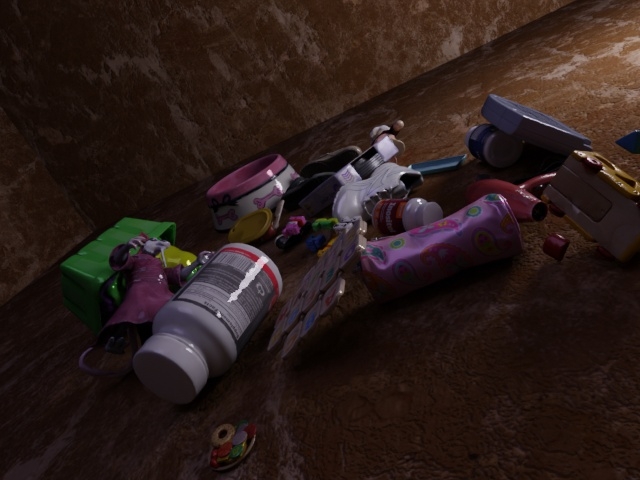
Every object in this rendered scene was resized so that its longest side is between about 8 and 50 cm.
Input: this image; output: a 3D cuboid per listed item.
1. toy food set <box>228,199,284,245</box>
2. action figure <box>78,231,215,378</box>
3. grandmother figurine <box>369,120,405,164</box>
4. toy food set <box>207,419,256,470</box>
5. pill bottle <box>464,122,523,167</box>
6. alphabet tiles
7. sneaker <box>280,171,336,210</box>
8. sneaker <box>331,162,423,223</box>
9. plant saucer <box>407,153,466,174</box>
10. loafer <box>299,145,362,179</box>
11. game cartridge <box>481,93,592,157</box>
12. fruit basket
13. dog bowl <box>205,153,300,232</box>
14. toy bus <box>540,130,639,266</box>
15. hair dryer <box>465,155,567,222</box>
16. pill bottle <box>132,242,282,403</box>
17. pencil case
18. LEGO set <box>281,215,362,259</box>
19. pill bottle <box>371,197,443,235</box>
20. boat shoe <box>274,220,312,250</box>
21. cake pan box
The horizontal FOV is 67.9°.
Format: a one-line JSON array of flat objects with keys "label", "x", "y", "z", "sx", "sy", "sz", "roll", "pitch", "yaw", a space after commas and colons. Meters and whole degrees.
[{"label": "toy food set", "x": -0.194, "y": -0.032, "z": 1.533, "sx": 0.218, "sy": 0.071, "sz": 0.128, "roll": -19, "pitch": 46, "yaw": 26}, {"label": "action figure", "x": -0.425, "y": 0.130, "z": 1.191, "sx": 0.276, "sy": 0.248, "sz": 0.370, "roll": -47, "pitch": 41, "yaw": 19}, {"label": "grandmother figurine", "x": 0.220, "y": -0.331, "z": 1.668, "sx": 0.208, "sy": 0.104, "sz": 0.342, "roll": -36, "pitch": 15, "yaw": 20}, {"label": "toy food set", "x": -0.134, "y": 0.306, "z": 0.714, "sx": 0.082, "sy": 0.020, "sz": 0.083, "roll": -22, "pitch": 21, "yaw": 16}, {"label": "pill bottle", "x": 0.430, "y": -0.245, "z": 1.205, "sx": 0.094, "sy": 0.094, "sz": 0.169, "roll": -26, "pitch": 20, "yaw": 5}, {"label": "alphabet tiles", "x": -0.008, "y": 0.086, "z": 0.889, "sx": 0.284, "sy": 0.021, "sz": 0.278, "roll": -50, "pitch": 12, "yaw": 24}, {"label": "sneaker", "x": -0.031, "y": -0.194, "z": 1.663, "sx": 0.227, "sy": 0.087, "sz": 0.130, "roll": -25, "pitch": 27, "yaw": 21}, {"label": "sneaker", "x": 0.149, "y": -0.122, "z": 1.254, "sx": 0.297, "sy": 0.111, "sz": 0.129, "roll": -39, "pitch": 28, "yaw": -26}, {"label": "plant saucer", "x": 0.323, "y": -0.210, "z": 1.364, "sx": 0.192, "sy": 0.018, "sz": 0.067, "roll": -2, "pitch": 33, "yaw": 48}, {"label": "loafer", "x": 0.046, "y": -0.273, "z": 1.748, "sx": 0.268, "sy": 0.102, "sz": 0.092, "roll": -16, "pitch": 16, "yaw": 30}, {"label": "game cartridge", "x": 0.479, "y": -0.273, "z": 1.102, "sx": 0.294, "sy": 0.196, "sz": 0.060, "roll": -76, "pitch": 11, "yaw": -64}, {"label": "fruit basket", "x": -0.522, "y": 0.111, "z": 1.428, "sx": 0.392, "sy": 0.283, "sz": 0.392, "roll": 12, "pitch": 36, "yaw": -9}, {"label": "dog bowl", "x": -0.276, "y": -0.203, "z": 1.902, "sx": 0.408, "sy": 0.150, "sz": 0.408, "roll": -23, "pitch": 21, "yaw": 10}, {"label": "toy bus", "x": 0.439, "y": -0.046, "z": 0.705, "sx": 0.104, "sy": 0.202, "sz": 0.191, "roll": -4, "pitch": 0, "yaw": -30}, {"label": "hair dryer", "x": 0.397, "y": -0.110, "z": 0.934, "sx": 0.223, "sy": 0.080, "sz": 0.293, "roll": -16, "pitch": 21, "yaw": 29}, {"label": "pill bottle", "x": -0.217, "y": 0.157, "z": 0.947, "sx": 0.176, "sy": 0.176, "sz": 0.318, "roll": -14, "pitch": 25, "yaw": 32}, {"label": "pencil case", "x": 0.201, "y": 0.016, "z": 0.838, "sx": 0.284, "sy": 0.124, "sz": 0.124, "roll": -21, "pitch": 22, "yaw": 14}, {"label": "LEGO set", "x": 0.000, "y": 0.000, "z": 1.184, "sx": 0.227, "sy": 0.087, "sz": 0.093, "roll": 0, "pitch": 37, "yaw": 40}, {"label": "pill bottle", "x": 0.192, "y": -0.052, "z": 1.057, "sx": 0.086, "sy": 0.086, "sz": 0.152, "roll": -39, "pitch": 23, "yaw": -28}, {"label": "boat shoe", "x": -0.069, "y": -0.013, "z": 1.355, "sx": 0.042, "sy": 0.049, "sz": 0.133, "roll": 31, "pitch": 49, "yaw": 34}, {"label": "cake pan box", "x": 0.083, "y": -0.192, "z": 1.442, "sx": 0.246, "sy": 0.070, "sz": 0.267, "roll": -42, "pitch": 6, "yaw": -30}]
